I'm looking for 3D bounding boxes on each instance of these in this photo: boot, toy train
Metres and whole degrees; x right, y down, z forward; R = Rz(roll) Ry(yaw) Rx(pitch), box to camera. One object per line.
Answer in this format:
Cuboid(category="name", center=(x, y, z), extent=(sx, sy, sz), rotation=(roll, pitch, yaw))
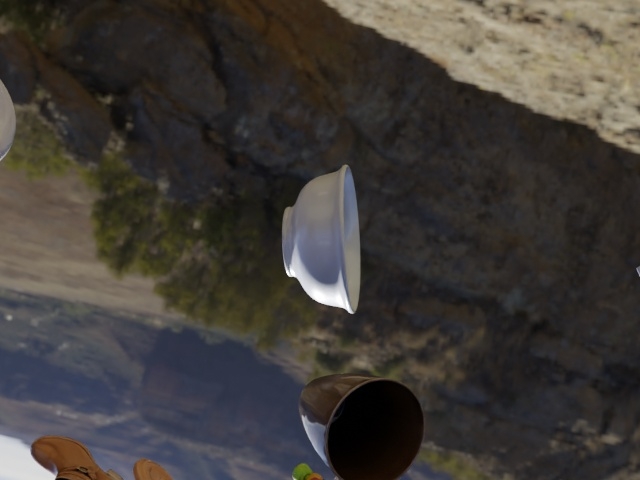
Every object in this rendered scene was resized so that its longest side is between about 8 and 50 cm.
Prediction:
Cuboid(category="boot", center=(-0.442, 0.407, 1.794), extent=(0.197, 0.073, 0.152), rotation=(24, -178, 7))
Cuboid(category="toy train", center=(-0.011, 0.557, 2.354), extent=(0.105, 0.248, 0.143), rotation=(47, 173, -33))

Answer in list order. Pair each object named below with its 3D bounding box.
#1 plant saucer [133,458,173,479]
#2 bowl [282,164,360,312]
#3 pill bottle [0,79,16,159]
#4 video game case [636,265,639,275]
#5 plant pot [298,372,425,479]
Cuboid(category="plant saucer", center=(-0.205, 0.312, 1.304), extent=(0.083, 0.013, 0.083), rotation=(49, -171, -10))
Cuboid(category="bowl", center=(0.000, 0.000, 2.064), extent=(0.134, 0.298, 0.298), rotation=(-3, 166, 9))
Cuboid(category="pill bottle", center=(-0.649, -0.135, 1.580), extent=(0.210, 0.210, 0.363), rotation=(23, 143, -39))
Cuboid(category="video game case", center=(0.473, 0.093, 1.373), extent=(0.087, 0.122, 0.011), rotation=(12, 141, -40))
Cuboid(category="plant pot", center=(0.052, 0.347, 2.008), extent=(0.215, 0.215, 0.230), rotation=(20, 178, -29))
